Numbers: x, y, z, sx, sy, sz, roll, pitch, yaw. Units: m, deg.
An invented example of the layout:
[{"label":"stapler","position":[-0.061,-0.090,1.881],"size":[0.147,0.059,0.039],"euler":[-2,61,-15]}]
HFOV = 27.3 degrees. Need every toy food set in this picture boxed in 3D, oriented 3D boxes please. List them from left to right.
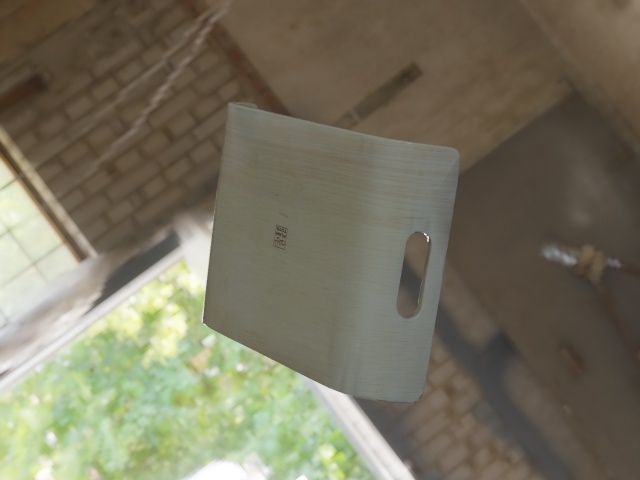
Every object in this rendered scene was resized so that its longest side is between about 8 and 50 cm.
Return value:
[{"label":"toy food set","position":[0.000,0.000,1.208],"size":[0.092,0.219,0.306],"euler":[2,10,-36]}]
